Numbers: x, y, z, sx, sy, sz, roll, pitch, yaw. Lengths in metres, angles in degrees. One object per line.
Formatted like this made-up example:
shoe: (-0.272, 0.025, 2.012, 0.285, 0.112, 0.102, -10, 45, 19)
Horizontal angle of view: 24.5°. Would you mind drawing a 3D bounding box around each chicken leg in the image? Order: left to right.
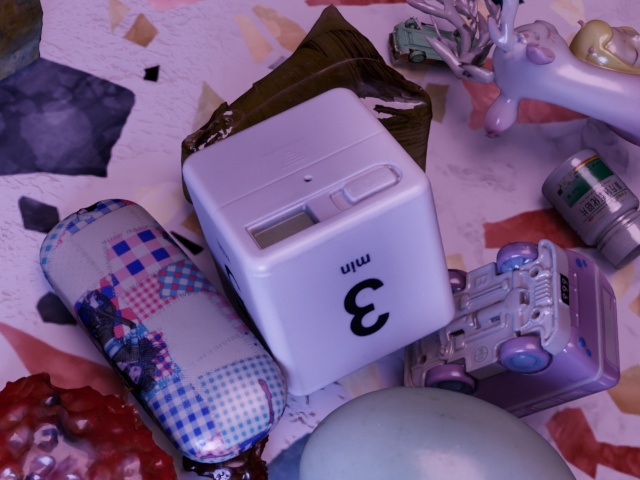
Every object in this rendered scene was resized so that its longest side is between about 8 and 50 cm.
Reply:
chicken leg: (-0.099, 0.167, 1.458, 0.089, 0.048, 0.219, 0, 58, -19)

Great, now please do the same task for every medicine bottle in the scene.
medicine bottle: (0.324, -0.036, 1.700, 0.080, 0.080, 0.130, -28, 69, -30)

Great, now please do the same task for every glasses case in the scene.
glasses case: (-0.157, 0.081, 1.447, 0.125, 0.076, 0.327, -34, 60, -15)

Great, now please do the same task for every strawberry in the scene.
strawberry: (-0.255, 0.232, 1.309, 0.280, 0.150, 0.253, -9, 61, -24)

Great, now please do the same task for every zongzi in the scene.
zongzi: (-0.049, -0.157, 1.648, 0.274, 0.145, 0.300, -13, 46, -18)

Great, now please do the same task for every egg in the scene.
egg: (0.116, 0.244, 1.380, 0.283, 0.203, 0.203, 21, 55, 0)

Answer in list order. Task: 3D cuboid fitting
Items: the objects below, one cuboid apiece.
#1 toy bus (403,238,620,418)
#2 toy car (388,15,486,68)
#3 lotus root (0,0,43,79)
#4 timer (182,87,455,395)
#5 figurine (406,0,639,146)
toy bus: (0.194, 0.102, 1.506, 0.142, 0.202, 0.142, 30, 49, -37)
toy car: (0.144, -0.234, 1.799, 0.122, 0.035, 0.059, 8, 54, -23)
lotus root: (-0.476, -0.263, 1.559, 0.267, 0.149, 0.260, 43, 56, 16)
timer: (0.000, 0.000, 1.452, 0.192, 0.195, 0.194, -26, 45, -11)
figurine: (0.263, -0.234, 1.721, 0.316, 0.206, 0.284, 14, 50, -33)
